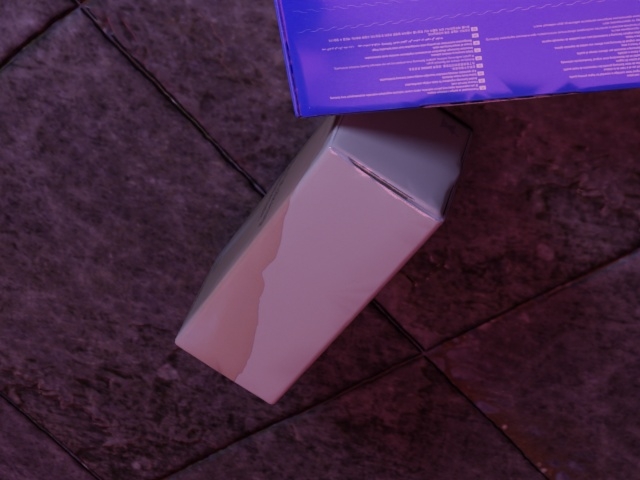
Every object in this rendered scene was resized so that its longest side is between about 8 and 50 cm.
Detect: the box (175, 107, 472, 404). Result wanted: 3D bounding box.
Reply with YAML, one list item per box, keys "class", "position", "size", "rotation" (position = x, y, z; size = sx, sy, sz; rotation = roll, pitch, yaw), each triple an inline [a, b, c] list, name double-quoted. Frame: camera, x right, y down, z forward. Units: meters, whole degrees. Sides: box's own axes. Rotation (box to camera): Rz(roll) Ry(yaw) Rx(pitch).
- class: "box"
  position: [0.000, 0.000, 1.401]
  size: [0.121, 0.148, 0.311]
  rotation: [33, 130, -8]

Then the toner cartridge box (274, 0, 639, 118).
- class: "toner cartridge box"
  position: [0.138, -0.198, 1.197]
  size: [0.348, 0.075, 0.165]
  rotation: [-3, 112, 19]
